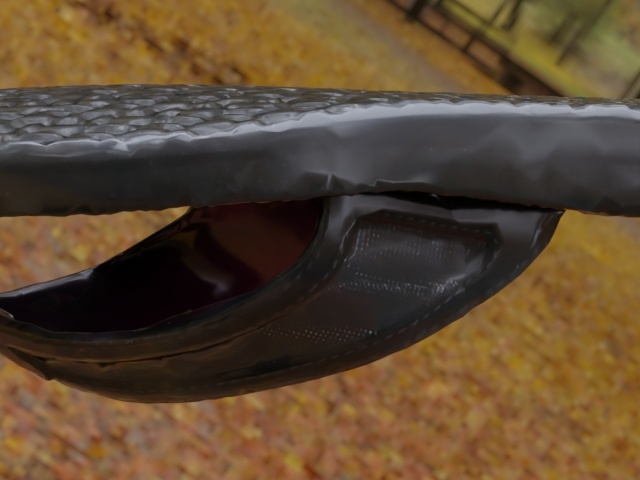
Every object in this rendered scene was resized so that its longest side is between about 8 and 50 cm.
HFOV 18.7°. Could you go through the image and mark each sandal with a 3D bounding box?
[{"bbox_3d":[0.002,0.000,0.688,0.445,0.107,0.167,0,6,-17],"label":"sandal"}]
